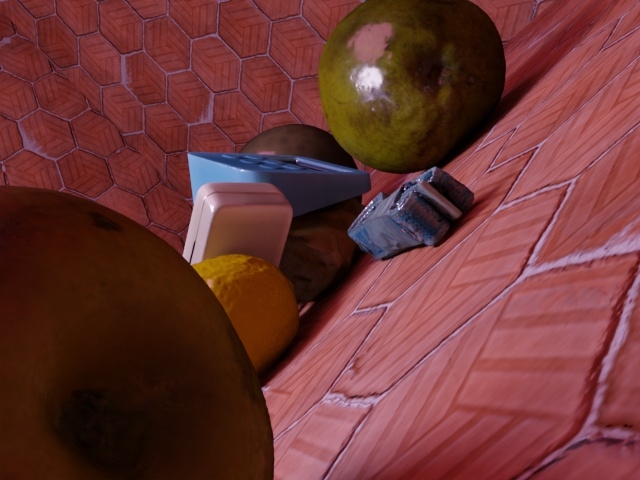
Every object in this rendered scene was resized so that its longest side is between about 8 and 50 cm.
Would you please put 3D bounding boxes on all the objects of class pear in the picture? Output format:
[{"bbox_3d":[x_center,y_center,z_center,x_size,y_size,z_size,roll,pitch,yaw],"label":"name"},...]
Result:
[{"bbox_3d":[0.160,-0.297,1.576,0.352,0.352,0.413,-44,13,-1],"label":"pear"}]

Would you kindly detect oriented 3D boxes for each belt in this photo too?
[{"bbox_3d":[0.103,-0.031,1.064,0.087,0.072,0.302,-47,5,-12],"label":"belt"}]

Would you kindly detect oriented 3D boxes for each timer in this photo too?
[{"bbox_3d":[-0.068,-0.110,1.435,0.250,0.091,0.232,-16,21,-34],"label":"timer"}]

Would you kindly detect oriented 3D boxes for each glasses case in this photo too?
[{"bbox_3d":[-0.143,0.063,1.288,0.131,0.070,0.312,-1,-57,-30],"label":"glasses case"}]

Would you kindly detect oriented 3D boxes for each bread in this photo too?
[{"bbox_3d":[0.000,0.000,1.424,0.152,0.129,0.267,-1,22,20],"label":"bread"}]

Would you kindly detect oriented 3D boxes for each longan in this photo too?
[{"bbox_3d":[-0.056,-0.105,1.865,0.319,0.319,0.319,-44,4,4],"label":"longan"}]

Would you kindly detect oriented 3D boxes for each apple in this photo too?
[{"bbox_3d":[-0.194,0.137,0.491,0.339,0.339,0.339,-44,4,4],"label":"apple"}]

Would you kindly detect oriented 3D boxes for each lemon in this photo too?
[{"bbox_3d":[-0.124,0.105,1.164,0.193,0.180,0.180,-54,9,-35],"label":"lemon"}]
